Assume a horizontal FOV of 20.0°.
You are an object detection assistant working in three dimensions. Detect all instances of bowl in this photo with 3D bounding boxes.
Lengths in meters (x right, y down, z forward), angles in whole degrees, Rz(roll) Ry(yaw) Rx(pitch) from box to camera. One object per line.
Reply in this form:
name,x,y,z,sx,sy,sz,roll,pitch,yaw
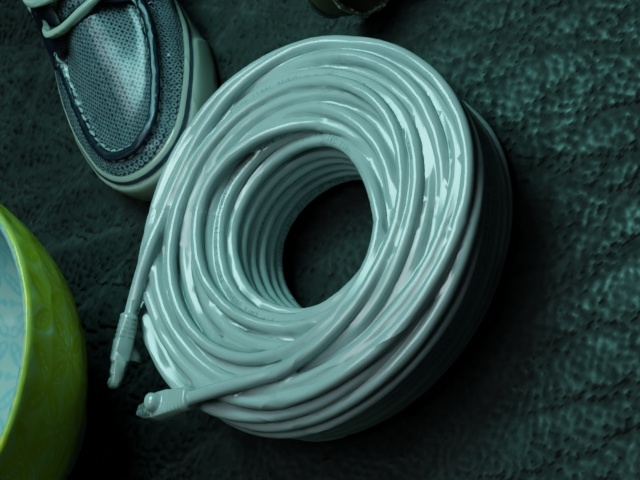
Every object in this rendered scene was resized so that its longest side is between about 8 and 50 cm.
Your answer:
bowl,-0.252,0.114,1.230,0.289,0.156,0.290,-16,62,32

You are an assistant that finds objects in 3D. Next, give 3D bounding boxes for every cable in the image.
cable,0.000,0.000,1.131,0.257,0.089,0.257,-2,70,36

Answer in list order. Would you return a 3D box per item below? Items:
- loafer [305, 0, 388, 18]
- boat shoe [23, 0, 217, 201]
loafer,0.079,-0.242,1.168,0.251,0.094,0.087,-52,45,8
boat shoe,-0.186,-0.189,1.306,0.127,0.158,0.341,-35,53,21
